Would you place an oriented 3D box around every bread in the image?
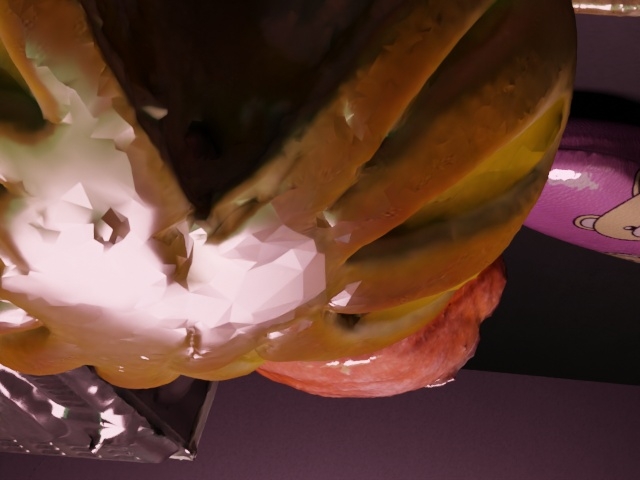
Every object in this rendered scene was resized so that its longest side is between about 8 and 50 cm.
[{"bbox_3d":[0.004,0.022,1.297,0.244,0.190,0.123,5,158,25],"label":"bread"},{"bbox_3d":[-0.062,-0.048,0.659,0.333,0.160,0.333,-7,142,-5],"label":"bread"}]

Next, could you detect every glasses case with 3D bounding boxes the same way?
[{"bbox_3d":[0.227,-0.025,1.171,0.316,0.075,0.123,14,168,-41],"label":"glasses case"}]

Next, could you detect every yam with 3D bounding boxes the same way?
[{"bbox_3d":[0.116,-0.119,0.838,0.116,0.021,0.021,4,171,4],"label":"yam"}]

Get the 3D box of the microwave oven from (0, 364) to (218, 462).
[{"bbox_3d":[-0.199,-0.014,0.919,0.237,0.181,0.295,1,149,30],"label":"microwave oven"}]
